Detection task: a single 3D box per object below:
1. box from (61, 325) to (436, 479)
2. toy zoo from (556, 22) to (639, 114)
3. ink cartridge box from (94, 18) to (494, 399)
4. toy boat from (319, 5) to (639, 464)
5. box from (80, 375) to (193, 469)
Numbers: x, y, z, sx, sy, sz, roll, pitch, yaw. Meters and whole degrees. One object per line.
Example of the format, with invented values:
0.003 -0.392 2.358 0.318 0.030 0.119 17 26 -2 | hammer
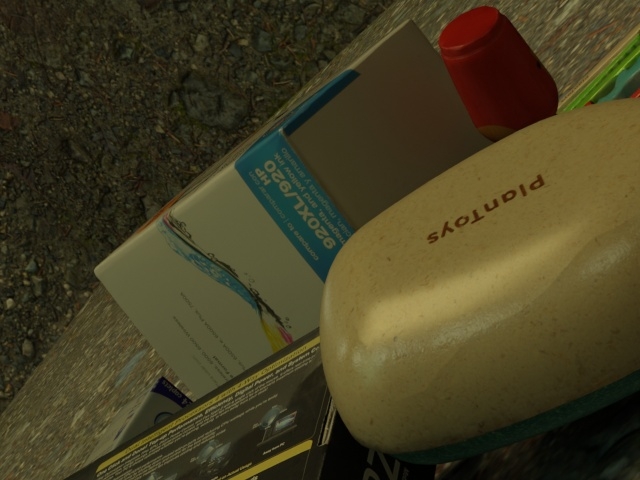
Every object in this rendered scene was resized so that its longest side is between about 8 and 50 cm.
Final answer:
-0.117 0.242 0.952 0.395 0.097 0.318 -33 26 30 | box
0.196 -0.058 1.171 0.192 0.030 0.293 -46 11 20 | toy zoo
0.000 0.000 1.105 0.233 0.168 0.171 -33 8 45 | ink cartridge box
0.130 -0.007 0.914 0.267 0.148 0.318 -26 31 16 | toy boat
-0.127 0.205 1.317 0.072 0.126 0.137 -38 15 42 | box
